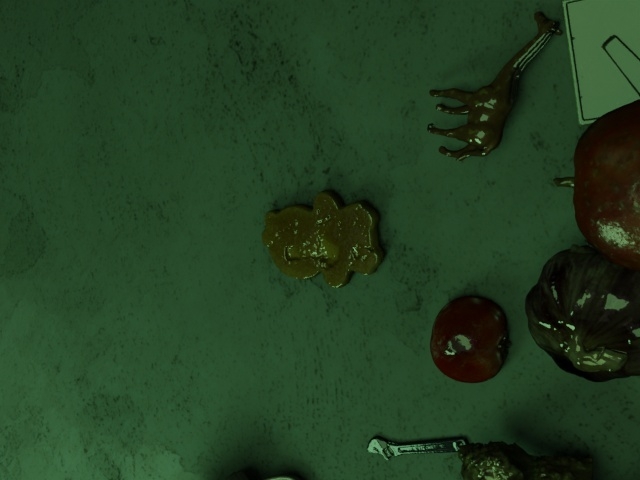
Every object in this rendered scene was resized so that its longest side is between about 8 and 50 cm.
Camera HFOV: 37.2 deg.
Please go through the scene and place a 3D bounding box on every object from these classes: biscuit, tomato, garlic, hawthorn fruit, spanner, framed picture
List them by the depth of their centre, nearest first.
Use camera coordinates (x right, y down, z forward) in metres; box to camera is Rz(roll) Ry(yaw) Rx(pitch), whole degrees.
[{"bbox_3d":[0.487,-0.082,1.373,0.299,0.275,0.275,1,101,26],"label":"hawthorn fruit"},{"bbox_3d":[0.463,-0.290,1.481,0.150,0.015,0.203,-7,97,29],"label":"framed picture"},{"bbox_3d":[0.426,0.131,1.492,0.245,0.160,0.245,26,142,23],"label":"garlic"},{"bbox_3d":[0.252,0.181,1.652,0.139,0.091,0.159,11,108,27],"label":"tomato"},{"bbox_3d":[0.001,-0.001,1.776,0.249,0.035,0.184,-6,97,29],"label":"biscuit"},{"bbox_3d":[0.179,0.385,1.779,0.208,0.012,0.046,-10,95,29],"label":"spanner"}]

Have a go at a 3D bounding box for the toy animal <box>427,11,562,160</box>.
[{"bbox_3d":[0.286,-0.250,1.560,0.229,0.066,0.224,-6,79,38],"label":"toy animal"}]

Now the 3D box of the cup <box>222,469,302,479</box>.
[{"bbox_3d":[-0.146,0.610,1.890,0.288,0.208,0.273,-40,80,30],"label":"cup"}]

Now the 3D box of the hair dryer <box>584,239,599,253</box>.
[{"bbox_3d":[0.478,0.024,1.533,0.114,0.037,0.063,32,114,26],"label":"hair dryer"}]

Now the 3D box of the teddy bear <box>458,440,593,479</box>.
[{"bbox_3d":[0.368,0.471,1.580,0.222,0.246,0.296,-13,85,3],"label":"teddy bear"}]
